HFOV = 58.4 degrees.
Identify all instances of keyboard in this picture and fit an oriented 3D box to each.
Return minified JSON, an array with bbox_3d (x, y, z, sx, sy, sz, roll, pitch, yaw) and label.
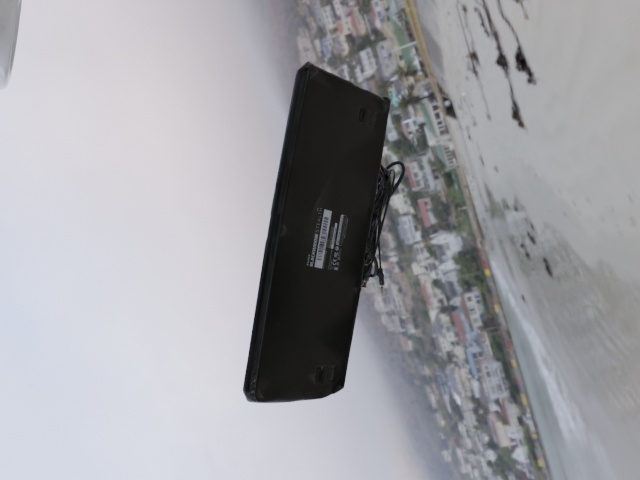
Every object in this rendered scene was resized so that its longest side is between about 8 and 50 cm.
[{"bbox_3d":[0.000,0.000,0.350,0.100,0.038,0.192,13,-94,-41],"label":"keyboard"}]

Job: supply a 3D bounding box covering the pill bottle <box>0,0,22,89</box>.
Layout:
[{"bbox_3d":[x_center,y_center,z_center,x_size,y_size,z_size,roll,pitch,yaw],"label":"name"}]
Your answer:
[{"bbox_3d":[-0.501,-0.281,0.665,0.264,0.153,0.153,9,-123,-28],"label":"pill bottle"}]
